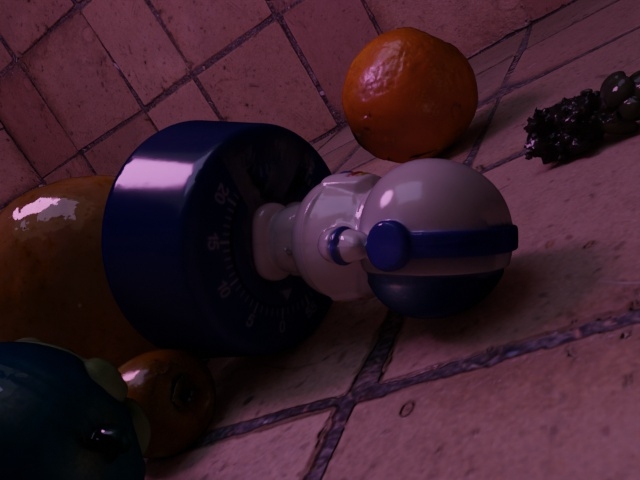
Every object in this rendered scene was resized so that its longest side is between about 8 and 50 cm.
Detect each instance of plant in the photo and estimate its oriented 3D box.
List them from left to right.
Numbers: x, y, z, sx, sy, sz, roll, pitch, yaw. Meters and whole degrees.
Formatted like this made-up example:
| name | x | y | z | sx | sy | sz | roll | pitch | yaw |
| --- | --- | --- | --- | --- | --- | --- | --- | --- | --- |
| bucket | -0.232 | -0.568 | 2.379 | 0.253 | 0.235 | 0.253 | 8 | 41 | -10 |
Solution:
| name | x | y | z | sx | sy | sz | roll | pitch | yaw |
| --- | --- | --- | --- | --- | --- | --- | --- | --- | --- |
| plant | 0.315 | -0.143 | 0.742 | 0.174 | 0.087 | 0.085 | -27 | 42 | 41 |

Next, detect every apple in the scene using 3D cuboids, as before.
| name | x | y | z | sx | sy | sz | roll | pitch | yaw |
| --- | --- | --- | --- | --- | --- | --- | --- | --- | --- |
| apple | -0.165 | 0.159 | 0.647 | 0.102 | 0.099 | 0.114 | -25 | 17 | 37 |

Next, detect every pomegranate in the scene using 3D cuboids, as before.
| name | x | y | z | sx | sy | sz | roll | pitch | yaw |
| --- | --- | --- | --- | --- | --- | --- | --- | --- | --- |
| pomegranate | -0.278 | 0.064 | 0.820 | 0.307 | 0.307 | 0.307 | -30 | 13 | 7 |

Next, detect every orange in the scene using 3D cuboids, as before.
| name | x | y | z | sx | sy | sz | roll | pitch | yaw |
| --- | --- | --- | --- | --- | --- | --- | --- | --- | --- |
| orange | 0.160 | -0.258 | 1.175 | 0.246 | 0.246 | 0.246 | -30 | 13 | 7 |

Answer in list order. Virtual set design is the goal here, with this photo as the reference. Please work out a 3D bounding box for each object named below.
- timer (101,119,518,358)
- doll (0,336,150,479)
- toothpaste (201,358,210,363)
| name | x | y | z | sx | sy | sz | roll | pitch | yaw |
| --- | --- | --- | --- | --- | --- | --- | --- | --- | --- |
| timer | 0.000 | 0.000 | 0.631 | 0.383 | 0.270 | 0.270 | 1 | 31 | 41 |
| doll | -0.274 | 0.194 | 0.533 | 0.321 | 0.199 | 0.186 | -26 | 14 | 26 |
| toothpaste | -0.164 | 0.148 | 0.863 | 0.017 | 0.020 | 0.083 | -32 | 12 | -14 |
